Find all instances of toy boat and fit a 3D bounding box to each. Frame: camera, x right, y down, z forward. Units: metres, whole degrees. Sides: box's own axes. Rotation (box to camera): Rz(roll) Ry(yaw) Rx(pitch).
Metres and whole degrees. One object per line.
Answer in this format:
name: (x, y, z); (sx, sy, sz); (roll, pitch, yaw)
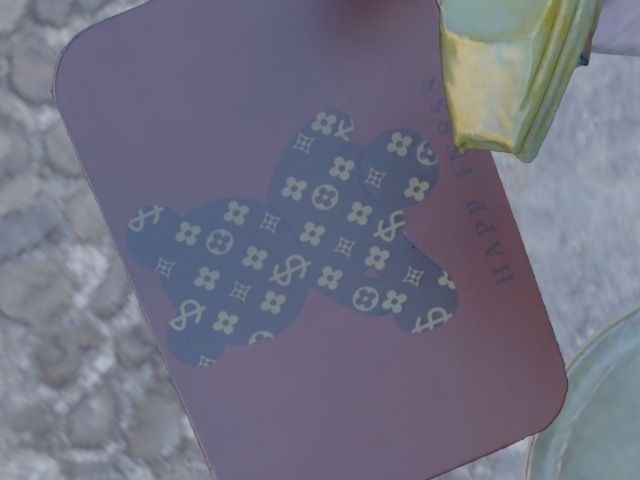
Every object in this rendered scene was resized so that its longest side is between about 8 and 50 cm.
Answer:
toy boat: (0.085, -0.114, 0.759); (0.065, 0.066, 0.172); (7, 75, 30)

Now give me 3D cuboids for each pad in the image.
pad: (0.000, 0.000, 0.909); (0.181, 0.004, 0.267); (-23, 106, -4)

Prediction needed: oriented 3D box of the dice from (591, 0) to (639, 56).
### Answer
dice: (0.197, -0.317, 1.087); (0.328, 0.330, 0.348); (-20, 67, 36)

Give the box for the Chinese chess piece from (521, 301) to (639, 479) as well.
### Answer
Chinese chess piece: (0.214, 0.127, 0.983); (0.238, 0.092, 0.237); (-6, 75, 25)
